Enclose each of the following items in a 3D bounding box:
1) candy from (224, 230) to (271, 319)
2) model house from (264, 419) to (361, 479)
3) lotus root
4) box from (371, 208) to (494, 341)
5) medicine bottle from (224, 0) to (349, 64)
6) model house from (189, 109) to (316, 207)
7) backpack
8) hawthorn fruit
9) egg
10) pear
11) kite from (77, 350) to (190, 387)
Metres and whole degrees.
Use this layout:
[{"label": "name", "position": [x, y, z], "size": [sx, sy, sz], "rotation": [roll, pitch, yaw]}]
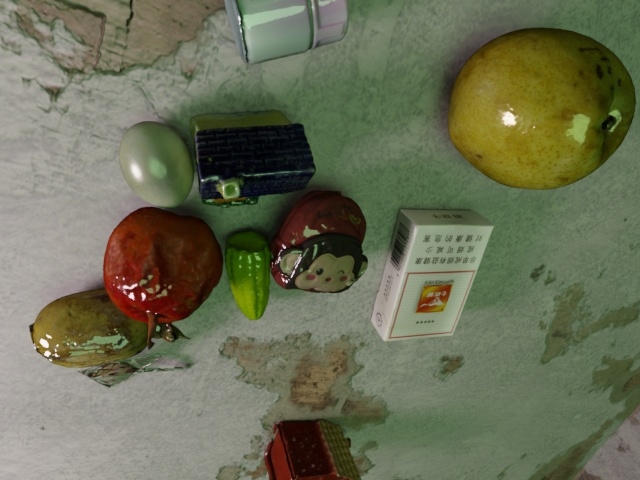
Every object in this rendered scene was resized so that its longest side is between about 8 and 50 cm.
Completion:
[{"label": "candy", "position": [-0.147, 0.084, 0.885], "size": [0.097, 0.096, 0.209], "rotation": [-9, 122, -15]}, {"label": "model house", "position": [-0.009, 0.630, 1.188], "size": [0.254, 0.196, 0.159], "rotation": [3, 115, -22]}, {"label": "lotus root", "position": [-0.400, 0.165, 0.817], "size": [0.278, 0.154, 0.154], "rotation": [-3, 119, -17]}, {"label": "box", "position": [0.265, 0.090, 1.035], "size": [0.210, 0.095, 0.330], "rotation": [0, 117, -19]}, {"label": "medicine bottle", "position": [-0.054, -0.354, 0.644], "size": [0.169, 0.135, 0.135], "rotation": [-17, 123, -9]}, {"label": "model house", "position": [-0.111, -0.117, 0.716], "size": [0.194, 0.211, 0.170], "rotation": [-6, 118, -17]}, {"label": "backpack", "position": [0.002, 0.001, 0.856], "size": [0.229, 0.139, 0.229], "rotation": [-18, 123, -29]}, {"label": "hawthorn fruit", "position": [-0.283, 0.074, 0.741], "size": [0.208, 0.243, 0.207], "rotation": [1, 149, 1]}, {"label": "egg", "position": [-0.274, -0.125, 0.709], "size": [0.114, 0.114, 0.152], "rotation": [-16, 125, -10]}, {"label": "pear", "position": [0.406, -0.235, 0.786], "size": [0.304, 0.304, 0.303], "rotation": [-9, 121, -15]}, {"label": "kite", "position": [-0.400, 0.283, 0.918], "size": [0.229, 0.012, 0.250], "rotation": [-34, 147, 30]}]
